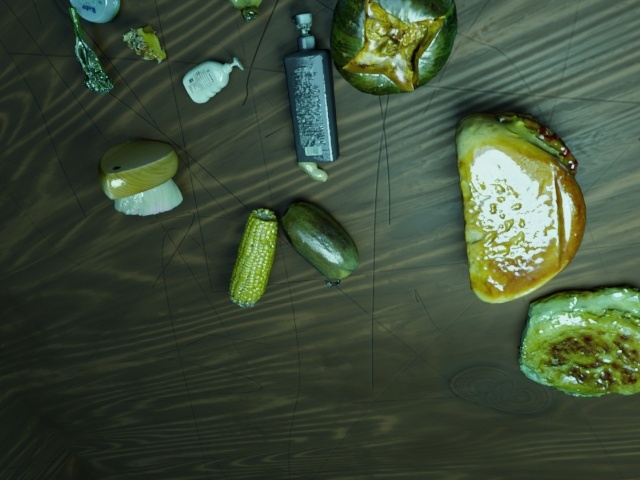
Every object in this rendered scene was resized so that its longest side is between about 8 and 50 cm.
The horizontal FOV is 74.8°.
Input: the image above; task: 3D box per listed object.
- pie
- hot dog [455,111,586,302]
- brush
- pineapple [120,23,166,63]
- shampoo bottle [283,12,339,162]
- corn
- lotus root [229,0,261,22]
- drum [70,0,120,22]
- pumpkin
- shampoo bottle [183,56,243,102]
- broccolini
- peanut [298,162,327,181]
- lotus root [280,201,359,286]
[{"bbox_3d":[0.646,0.260,1.014,0.289,0.103,0.354,10,123,20],"label":"pie"},{"bbox_3d":[0.406,-0.068,0.862,0.223,0.185,0.404,-5,116,23],"label":"hot dog"},{"bbox_3d":[-0.470,-0.143,1.071,0.175,0.266,0.166,8,119,3],"label":"brush"},{"bbox_3d":[-0.419,-0.470,0.976,0.114,0.114,0.077,35,104,-7],"label":"pineapple"},{"bbox_3d":[-0.020,-0.330,0.928,0.099,0.071,0.309,3,119,18],"label":"shampoo bottle"},{"bbox_3d":[-0.185,0.055,1.179,0.115,0.115,0.317,24,120,5],"label":"corn"},{"bbox_3d":[-0.157,-0.544,0.852,0.091,0.077,0.182,4,116,25],"label":"lotus root"},{"bbox_3d":[-0.502,-0.623,0.941,0.130,0.049,0.253,30,123,1],"label":"drum"},{"bbox_3d":[0.133,-0.393,0.790,0.238,0.159,0.237,1,134,1],"label":"pumpkin"},{"bbox_3d":[-0.251,-0.390,0.988,0.152,0.045,0.077,-20,108,29],"label":"shampoo bottle"},{"bbox_3d":[-0.583,-0.458,1.030,0.068,0.091,0.202,-27,130,-15],"label":"broccolini"},{"bbox_3d":[-0.020,-0.174,1.037,0.083,0.037,0.037,36,123,-10],"label":"peanut"},{"bbox_3d":[0.000,0.000,1.072,0.241,0.124,0.123,45,137,-12],"label":"lotus root"}]
